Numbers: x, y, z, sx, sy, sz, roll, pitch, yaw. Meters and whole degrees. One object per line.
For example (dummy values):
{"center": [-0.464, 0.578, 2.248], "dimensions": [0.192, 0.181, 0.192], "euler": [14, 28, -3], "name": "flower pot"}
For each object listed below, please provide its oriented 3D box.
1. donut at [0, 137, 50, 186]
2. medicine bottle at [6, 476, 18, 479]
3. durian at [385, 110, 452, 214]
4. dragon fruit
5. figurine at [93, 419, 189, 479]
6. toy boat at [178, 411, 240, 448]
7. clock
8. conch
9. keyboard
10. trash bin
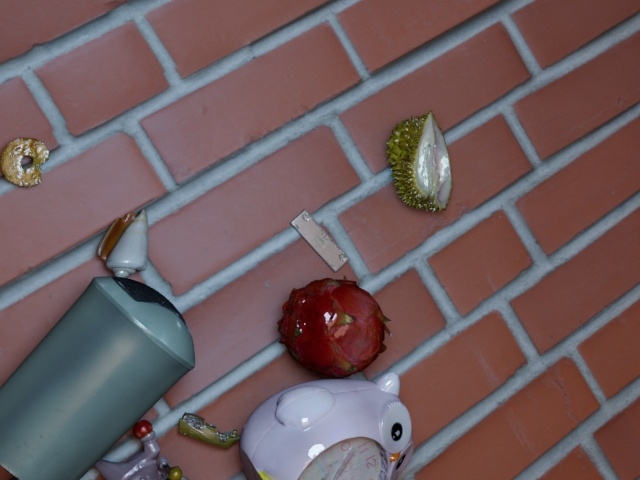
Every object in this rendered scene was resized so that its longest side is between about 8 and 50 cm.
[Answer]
{"center": [-0.645, -0.171, 1.645], "dimensions": [0.097, 0.043, 0.108], "euler": [24, 81, -13], "name": "donut"}
{"center": [-0.591, 0.590, 1.567], "dimensions": [0.122, 0.122, 0.212], "euler": [-24, 92, -16], "name": "medicine bottle"}
{"center": [0.242, -0.181, 1.856], "dimensions": [0.138, 0.183, 0.249], "euler": [-11, 93, 20], "name": "durian"}
{"center": [0.026, 0.198, 1.719], "dimensions": [0.241, 0.241, 0.252], "euler": [-44, 102, -14], "name": "dragon fruit"}
{"center": [-0.366, 0.541, 1.614], "dimensions": [0.176, 0.186, 0.287], "euler": [-24, 75, -41], "name": "figurine"}
{"center": [-0.252, 0.434, 1.711], "dimensions": [0.149, 0.047, 0.049], "euler": [22, 80, -12], "name": "toy boat"}
{"center": [0.016, 0.457, 1.662], "dimensions": [0.377, 0.250, 0.368], "euler": [-23, 121, -23], "name": "clock"}
{"center": [-0.431, 0.007, 1.669], "dimensions": [0.104, 0.094, 0.176], "euler": [0, 79, 26], "name": "conch"}
{"center": [0.000, 0.000, 1.830], "dimensions": [0.055, 0.017, 0.166], "euler": [-44, 98, -10], "name": "keyboard"}
{"center": [-0.465, 0.281, 1.550], "dimensions": [0.280, 0.280, 0.432], "euler": [43, 80, -9], "name": "trash bin"}
